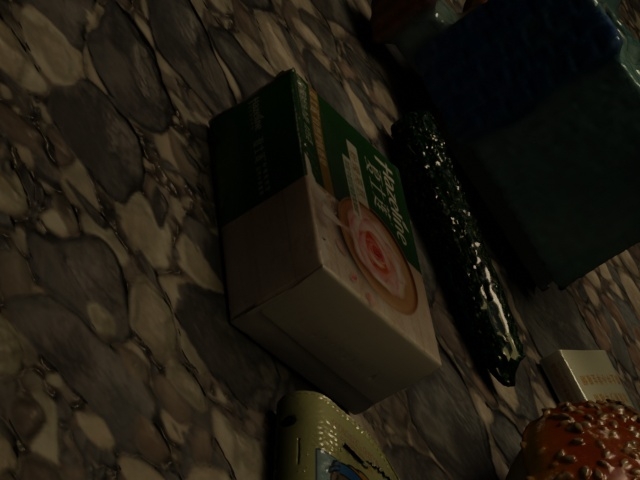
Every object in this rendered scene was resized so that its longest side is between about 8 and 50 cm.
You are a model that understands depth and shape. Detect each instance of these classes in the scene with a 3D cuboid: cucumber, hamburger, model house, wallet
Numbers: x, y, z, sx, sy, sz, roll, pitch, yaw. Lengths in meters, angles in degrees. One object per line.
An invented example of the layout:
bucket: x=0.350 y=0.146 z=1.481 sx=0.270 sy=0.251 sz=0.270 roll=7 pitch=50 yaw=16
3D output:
cucumber: x=0.111 y=0.004 z=1.614 sx=0.044 sy=0.043 sz=0.257 roll=19 pitch=45 yaw=-51
hamburger: x=0.229 y=0.214 z=1.427 sx=0.237 sy=0.147 sz=0.237 roll=34 pitch=32 yaw=-24
model house: x=0.208 y=-0.164 z=1.807 sx=0.329 sy=0.251 sz=0.295 roll=48 pitch=23 yaw=-8
wallet: x=0.015 y=0.171 z=1.180 sx=0.110 sy=0.039 sz=0.155 roll=45 pitch=26 yaw=-28

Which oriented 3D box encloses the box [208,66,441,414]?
box: x=0.000 y=0.000 z=1.330 sx=0.135 sy=0.081 sz=0.199 roll=40 pitch=30 yaw=-39

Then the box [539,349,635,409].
box: x=0.269 y=0.196 z=1.712 sx=0.122 sy=0.032 sz=0.220 roll=9 pitch=52 yaw=-63
